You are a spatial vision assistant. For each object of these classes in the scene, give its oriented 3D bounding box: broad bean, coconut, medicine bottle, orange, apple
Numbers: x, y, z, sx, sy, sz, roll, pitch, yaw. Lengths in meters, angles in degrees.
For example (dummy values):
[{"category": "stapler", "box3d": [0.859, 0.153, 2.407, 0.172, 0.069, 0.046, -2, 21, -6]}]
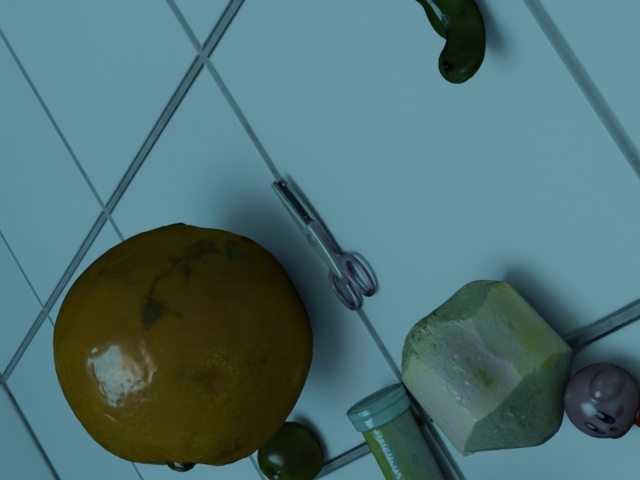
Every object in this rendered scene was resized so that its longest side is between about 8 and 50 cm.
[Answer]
[{"category": "broad bean", "box3d": [0.085, -0.229, 1.055, 0.048, 0.070, 0.213, -38, 71, 42]}, {"category": "coconut", "box3d": [0.162, 0.127, 1.141, 0.152, 0.147, 0.147, 51, 148, 24]}, {"category": "medicine bottle", "box3d": [0.110, 0.275, 1.404, 0.074, 0.074, 0.218, -21, 98, 59]}, {"category": "orange", "box3d": [-0.163, 0.127, 1.462, 0.312, 0.312, 0.312, 36, 141, 37]}, {"category": "apple", "box3d": [-0.039, 0.287, 1.634, 0.089, 0.074, 0.089, 22, 139, 20]}]

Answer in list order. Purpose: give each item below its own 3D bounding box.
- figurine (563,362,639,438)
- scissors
[{"category": "figurine", "box3d": [0.251, 0.144, 1.088, 0.083, 0.071, 0.067, 126, 155, -48]}, {"category": "scissors", "box3d": [0.000, 0.000, 1.399, 0.176, 0.022, 0.085, 54, 152, 8]}]
